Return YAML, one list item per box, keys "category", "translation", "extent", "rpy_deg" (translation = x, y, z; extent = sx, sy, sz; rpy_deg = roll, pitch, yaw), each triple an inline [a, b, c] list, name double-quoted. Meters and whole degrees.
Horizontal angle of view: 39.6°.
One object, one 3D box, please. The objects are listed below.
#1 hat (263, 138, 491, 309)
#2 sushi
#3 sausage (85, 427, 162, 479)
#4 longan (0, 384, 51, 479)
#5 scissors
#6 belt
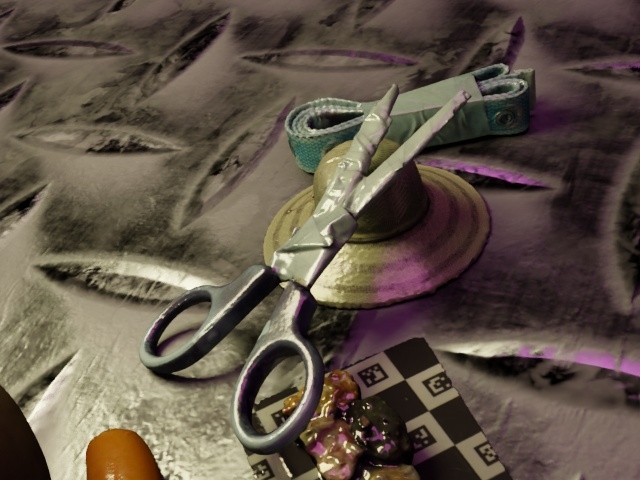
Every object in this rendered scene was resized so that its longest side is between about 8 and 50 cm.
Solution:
- category: "hat"
  translation: [0.048, -0.049, 0.933]
  extent: [0.252, 0.110, 0.252]
  rpy_deg: [-8, 38, 6]
- category: "sushi"
  translation: [0.037, 0.160, 0.720]
  extent: [0.192, 0.050, 0.215]
  rpy_deg: [-21, 38, -8]
- category: "sausage"
  translation: [-0.156, 0.209, 0.719]
  extent: [0.062, 0.054, 0.183]
  rpy_deg: [6, 30, -21]
- category: "longan"
  translation: [-0.328, 0.213, 0.577]
  extent: [0.319, 0.319, 0.319]
  rpy_deg: [-9, 38, 7]
- category: "scissors"
  translation: [0.000, 0.000, 0.826]
  extent: [0.383, 0.029, 0.256]
  rpy_deg: [-51, 38, -10]
- category: "belt"
  translation: [0.109, -0.150, 1.069]
  extent: [0.302, 0.072, 0.087]
  rpy_deg: [-12, 40, 3]
